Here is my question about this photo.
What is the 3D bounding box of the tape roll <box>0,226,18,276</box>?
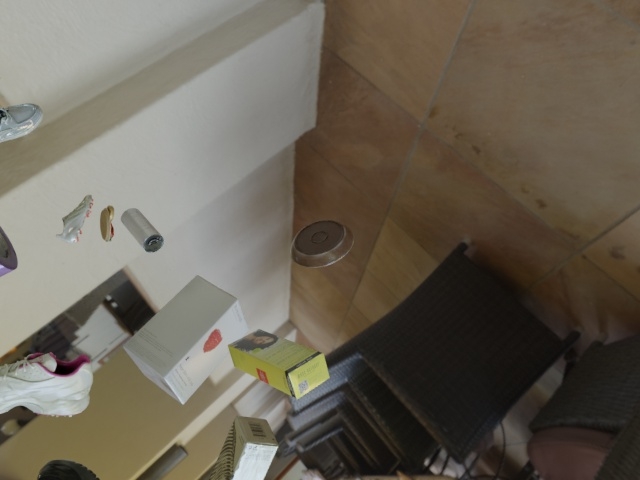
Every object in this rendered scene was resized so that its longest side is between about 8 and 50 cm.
[{"bbox_3d":[-0.804,0.006,1.122,0.189,0.080,0.189,56,166,22],"label":"tape roll"}]

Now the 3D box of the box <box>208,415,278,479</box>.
[{"bbox_3d":[-0.211,0.596,1.223,0.094,0.275,0.113,19,-172,-28],"label":"box"}]

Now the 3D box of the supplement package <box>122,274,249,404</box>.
[{"bbox_3d":[-0.378,0.283,1.401,0.175,0.293,0.178,25,146,26],"label":"supplement package"}]

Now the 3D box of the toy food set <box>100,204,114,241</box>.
[{"bbox_3d":[-0.501,-0.038,1.132,0.082,0.020,0.084,-21,76,52],"label":"toy food set"}]

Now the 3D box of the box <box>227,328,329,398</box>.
[{"bbox_3d":[-0.090,0.239,0.958,0.232,0.087,0.058,5,112,50],"label":"box"}]

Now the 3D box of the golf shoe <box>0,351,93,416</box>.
[{"bbox_3d":[-0.647,0.296,1.029,0.306,0.140,0.115,14,-169,-38],"label":"golf shoe"}]

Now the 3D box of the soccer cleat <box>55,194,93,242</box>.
[{"bbox_3d":[-0.865,-0.084,1.700,0.076,0.197,0.068,20,153,-18],"label":"soccer cleat"}]

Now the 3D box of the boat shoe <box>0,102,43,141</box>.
[{"bbox_3d":[-0.867,-0.317,1.301,0.079,0.227,0.081,53,154,0],"label":"boat shoe"}]

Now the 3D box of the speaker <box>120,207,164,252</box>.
[{"bbox_3d":[-0.443,-0.026,1.196,0.136,0.055,0.055,38,157,35],"label":"speaker"}]

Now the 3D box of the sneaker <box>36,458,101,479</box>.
[{"bbox_3d":[-0.518,0.612,1.036,0.340,0.139,0.125,30,120,21],"label":"sneaker"}]

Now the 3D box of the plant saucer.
[{"bbox_3d":[0.000,0.000,1.214,0.168,0.168,0.029,30,149,43],"label":"plant saucer"}]
